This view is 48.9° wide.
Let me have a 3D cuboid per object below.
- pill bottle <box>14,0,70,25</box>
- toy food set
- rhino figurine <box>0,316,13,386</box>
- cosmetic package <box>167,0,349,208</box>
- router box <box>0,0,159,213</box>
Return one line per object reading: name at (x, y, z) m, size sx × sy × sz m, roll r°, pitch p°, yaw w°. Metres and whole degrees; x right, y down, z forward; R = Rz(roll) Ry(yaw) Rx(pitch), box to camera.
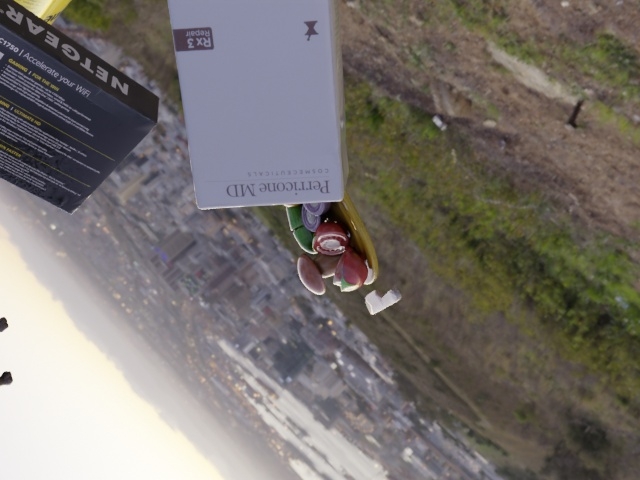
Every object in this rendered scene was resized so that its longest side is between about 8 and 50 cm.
pill bottle at (-0.445, -0.389, 0.995) m, size 0.334 × 0.188 × 0.188 m, roll -29°, pitch 106°, yaw 37°
toy food set at (0.000, 0.000, 0.785) m, size 0.218 × 0.071 × 0.128 m, roll 62°, pitch 164°, yaw 0°
rhino figurine at (-0.576, 0.143, 1.151) m, size 0.073 × 0.106 × 0.243 m, roll 13°, pitch 111°, yaw 33°
cosmetic package at (-0.043, -0.144, 0.518) m, size 0.085 × 0.117 × 0.231 m, roll -75°, pitch -19°, yaw -69°
router box at (-0.244, -0.112, 0.578) m, size 0.179 × 0.133 × 0.046 m, roll 32°, pitch -149°, yaw -35°
